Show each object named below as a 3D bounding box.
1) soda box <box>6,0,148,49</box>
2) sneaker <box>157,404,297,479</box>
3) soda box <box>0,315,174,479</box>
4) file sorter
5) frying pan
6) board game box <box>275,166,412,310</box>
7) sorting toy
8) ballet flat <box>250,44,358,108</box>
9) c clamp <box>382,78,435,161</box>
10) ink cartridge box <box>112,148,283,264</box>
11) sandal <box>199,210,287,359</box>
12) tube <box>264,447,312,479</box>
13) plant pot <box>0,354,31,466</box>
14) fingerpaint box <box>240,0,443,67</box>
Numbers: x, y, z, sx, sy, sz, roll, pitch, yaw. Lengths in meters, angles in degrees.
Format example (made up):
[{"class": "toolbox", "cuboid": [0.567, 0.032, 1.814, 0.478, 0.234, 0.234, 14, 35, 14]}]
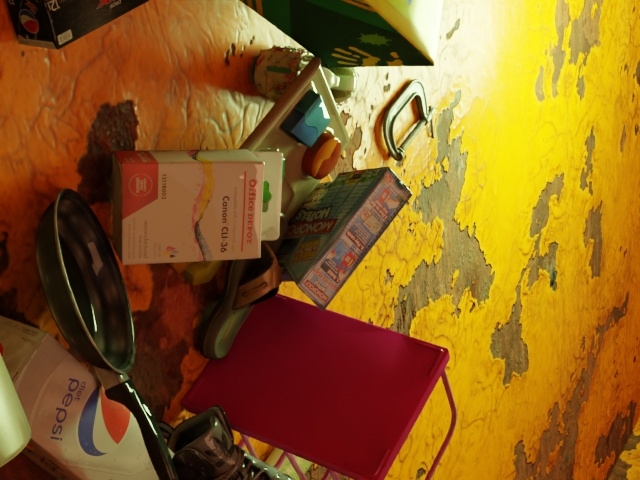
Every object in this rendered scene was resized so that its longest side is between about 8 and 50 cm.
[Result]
[{"class": "soda box", "cuboid": [-0.226, -0.246, 1.033, 0.169, 0.060, 0.053, -42, 134, -42]}, {"class": "sneaker", "cuboid": [-0.094, 0.291, 1.272, 0.101, 0.268, 0.153, -51, 136, -39]}, {"class": "soda box", "cuboid": [-0.270, 0.192, 1.105, 0.091, 0.098, 0.286, -60, 145, -24]}, {"class": "file sorter", "cuboid": [0.010, 0.230, 1.393, 0.202, 0.290, 0.182, -56, 147, -29]}, {"class": "frying pan", "cuboid": [-0.218, 0.100, 1.090, 0.197, 0.053, 0.326, -100, 172, -66]}, {"class": "board game box", "cuboid": [0.000, 0.000, 1.393, 0.060, 0.194, 0.194, 46, 61, -28]}, {"class": "sorting toy", "cuboid": [-0.067, -0.058, 1.320, 0.307, 0.041, 0.229, -53, 158, -13]}, {"class": "ballet flat", "cuboid": [0.001, -0.212, 1.399, 0.241, 0.077, 0.091, -11, 109, -57]}, {"class": "c clamp", "cuboid": [0.148, -0.186, 1.701, 0.161, 0.022, 0.137, -47, 139, -40]}, {"class": "ink cartridge box", "cuboid": [-0.129, -0.040, 1.170, 0.198, 0.067, 0.115, -3, 108, -20]}, {"class": "sandal", "cuboid": [-0.088, 0.064, 1.336, 0.219, 0.060, 0.090, -64, 157, 9]}, {"class": "tube", "cuboid": [-0.065, 0.351, 1.548, 0.070, 0.062, 0.240, 41, 64, -8]}, {"class": "plant pot", "cuboid": [-0.372, 0.047, 0.774, 0.256, 0.256, 0.274, -20, 101, -54]}, {"class": "fingerpaint box", "cuboid": [0.018, -0.468, 1.191, 0.371, 0.163, 0.445, 22, 74, -59]}]
